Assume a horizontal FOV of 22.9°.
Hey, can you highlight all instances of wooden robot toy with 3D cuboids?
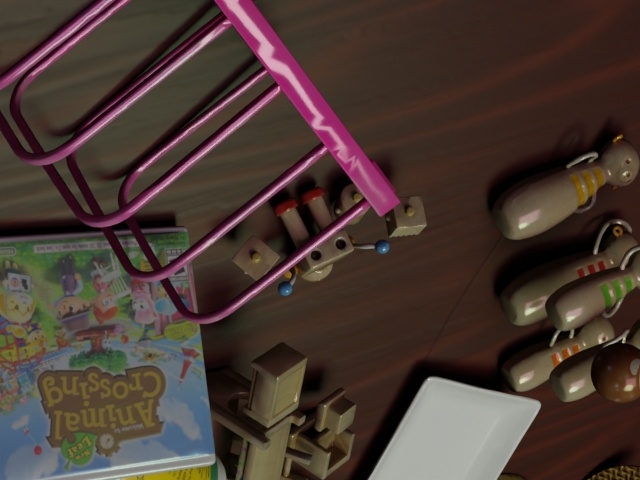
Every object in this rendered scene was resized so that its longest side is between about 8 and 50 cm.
[{"bbox_3d":[0.000,0.000,1.346,0.173,0.076,0.079,-23,168,-18],"label":"wooden robot toy"}]

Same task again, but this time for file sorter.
[{"bbox_3d":[-0.119,-0.108,1.069,0.182,0.202,0.291,-38,136,2],"label":"file sorter"}]

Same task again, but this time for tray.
[{"bbox_3d":[0.101,0.250,1.607,0.145,0.030,0.270,15,114,-30],"label":"tray"}]

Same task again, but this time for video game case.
[{"bbox_3d":[-0.188,0.090,1.215,0.212,0.023,0.193,-4,83,-32],"label":"video game case"}]

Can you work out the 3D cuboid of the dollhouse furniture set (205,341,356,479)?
[{"bbox_3d":[-0.041,0.137,1.415,0.161,0.101,0.182,-30,141,-46],"label":"dollhouse furniture set"}]

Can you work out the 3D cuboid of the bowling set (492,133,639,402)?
[{"bbox_3d":[0.276,0.071,1.482,0.154,0.200,0.287,-25,138,-17],"label":"bowling set"}]

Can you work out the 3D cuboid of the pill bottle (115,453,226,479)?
[{"bbox_3d":[-0.184,0.176,1.295,0.117,0.117,0.208,-45,124,5],"label":"pill bottle"}]

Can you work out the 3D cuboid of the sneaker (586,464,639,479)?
[{"bbox_3d":[0.311,0.327,1.800,0.185,0.069,0.084,-42,146,10],"label":"sneaker"}]

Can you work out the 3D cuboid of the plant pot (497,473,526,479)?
[{"bbox_3d":[0.198,0.333,1.700,0.134,0.095,0.134,-19,132,-22],"label":"plant pot"}]
